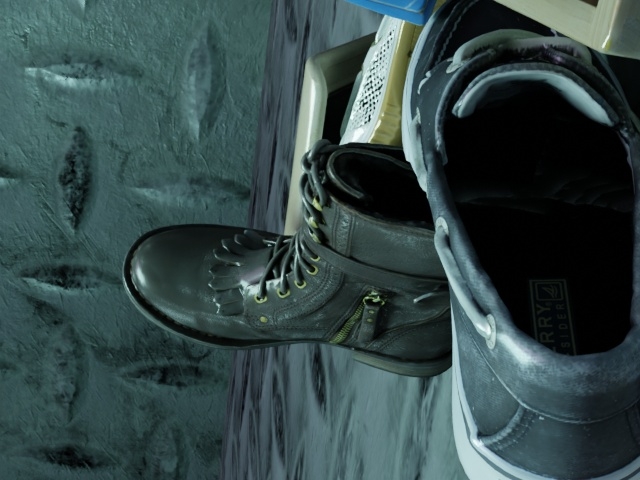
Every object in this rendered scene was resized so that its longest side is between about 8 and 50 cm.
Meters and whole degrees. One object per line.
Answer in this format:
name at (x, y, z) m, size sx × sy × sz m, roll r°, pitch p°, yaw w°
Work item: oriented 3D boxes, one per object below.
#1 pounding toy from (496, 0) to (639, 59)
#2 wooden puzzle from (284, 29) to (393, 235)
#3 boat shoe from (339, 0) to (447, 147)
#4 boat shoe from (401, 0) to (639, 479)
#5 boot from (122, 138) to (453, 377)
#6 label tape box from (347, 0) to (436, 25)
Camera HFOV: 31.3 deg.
pounding toy at (0.141, -0.144, 0.350) m, size 0.206 × 0.094 × 0.181 m, roll -124°, pitch 43°, yaw -63°
wooden puzzle at (0.034, -0.057, 0.915) m, size 0.238 × 0.044 × 0.221 m, roll -41°, pitch -37°, yaw -58°
boat shoe at (0.065, -0.081, 0.802) m, size 0.096 × 0.098 × 0.277 m, roll -96°, pitch 21°, yaw -54°
boat shoe at (0.084, -0.037, 0.469) m, size 0.301 × 0.108 × 0.102 m, roll -85°, pitch -10°, yaw -46°
boot at (0.000, 0.000, 0.693) m, size 0.229 × 0.262 × 0.091 m, roll 97°, pitch -177°, yaw -67°
label tape box at (0.049, -0.288, 0.648) m, size 0.334 × 0.105 × 0.241 m, roll -81°, pitch 8°, yaw -65°
